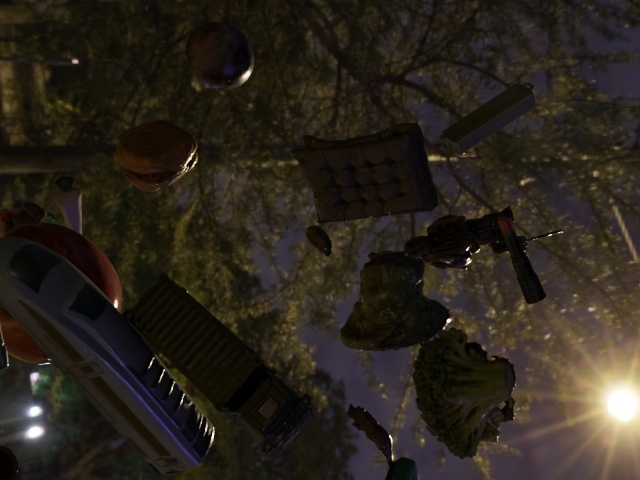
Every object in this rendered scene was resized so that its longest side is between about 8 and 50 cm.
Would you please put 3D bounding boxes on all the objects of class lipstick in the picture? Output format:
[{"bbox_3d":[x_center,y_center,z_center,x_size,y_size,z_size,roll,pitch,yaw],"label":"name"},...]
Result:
[{"bbox_3d":[0.498,0.045,1.639,0.234,0.053,0.053,64,-22,-8],"label":"lipstick"}]

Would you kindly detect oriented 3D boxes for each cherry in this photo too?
[{"bbox_3d":[-0.273,-0.509,1.799,0.195,0.195,0.195,174,-90,-66],"label":"cherry"}]

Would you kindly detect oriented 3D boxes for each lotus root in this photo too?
[{"bbox_3d":[0.000,0.000,1.733,0.099,0.049,0.054,52,3,21],"label":"lotus root"}]

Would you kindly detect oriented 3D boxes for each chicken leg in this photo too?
[{"bbox_3d":[0.152,0.538,1.799,0.219,0.048,0.089,47,-35,4],"label":"chicken leg"}]

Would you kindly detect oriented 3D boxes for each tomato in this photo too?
[{"bbox_3d":[-0.604,0.120,1.468,0.321,0.321,0.322,174,-90,-66],"label":"tomato"}]

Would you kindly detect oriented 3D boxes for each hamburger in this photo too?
[{"bbox_3d":[-0.436,-0.228,1.734,0.108,0.213,0.214,91,-22,-45],"label":"hamburger"}]

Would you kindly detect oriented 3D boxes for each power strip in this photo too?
[{"bbox_3d":[0.436,-0.315,1.682,0.078,0.272,0.052,54,-4,47],"label":"power strip"}]

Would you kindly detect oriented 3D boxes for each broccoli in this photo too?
[{"bbox_3d":[0.395,0.420,1.804,0.271,0.334,0.324,10,-60,28],"label":"broccoli"}]

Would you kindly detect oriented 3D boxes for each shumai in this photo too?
[{"bbox_3d":[0.242,0.198,2.264,0.324,0.397,0.324,-144,-139,-78],"label":"shumai"}]

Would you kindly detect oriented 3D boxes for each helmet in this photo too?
[{"bbox_3d":[-0.552,0.387,1.054,0.089,0.111,0.057,54,-42,21],"label":"helmet"}]

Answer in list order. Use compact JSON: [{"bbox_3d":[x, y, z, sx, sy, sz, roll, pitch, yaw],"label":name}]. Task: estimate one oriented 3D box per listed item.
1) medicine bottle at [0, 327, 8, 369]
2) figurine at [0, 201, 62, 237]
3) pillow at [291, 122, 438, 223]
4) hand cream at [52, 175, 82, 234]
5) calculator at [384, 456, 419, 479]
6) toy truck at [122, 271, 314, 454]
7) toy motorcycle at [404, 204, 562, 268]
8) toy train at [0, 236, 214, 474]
[{"bbox_3d":[-0.552,0.157,1.032,0.061,0.092,0.221,-13,-94,59],"label":"medicine bottle"},{"bbox_3d":[-0.791,-0.039,1.674,0.185,0.234,0.127,73,38,-65],"label":"figurine"},{"bbox_3d":[0.111,-0.162,1.604,0.326,0.101,0.228,-3,-56,28],"label":"pillow"},{"bbox_3d":[-0.723,-0.032,1.894,0.121,0.076,0.336,46,-38,39],"label":"hand cream"},{"bbox_3d":[0.159,0.620,1.354,0.058,0.248,0.274,8,-45,27],"label":"calculator"},{"bbox_3d":[-0.128,0.163,0.856,0.259,0.088,0.121,38,-11,21],"label":"toy truck"},{"bbox_3d":[0.434,-0.009,1.755,0.207,0.400,0.134,36,37,-59],"label":"toy motorcycle"},{"bbox_3d":[-0.277,0.152,0.852,0.407,0.088,0.086,61,30,-30],"label":"toy train"}]
